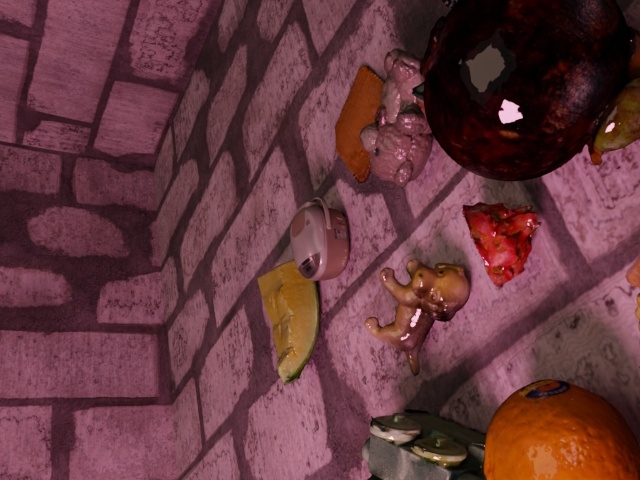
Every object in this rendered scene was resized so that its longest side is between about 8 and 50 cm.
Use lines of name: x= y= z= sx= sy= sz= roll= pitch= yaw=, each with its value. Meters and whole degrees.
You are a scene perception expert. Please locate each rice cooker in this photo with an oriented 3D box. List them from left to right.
rice cooker: x=0.000 y=0.000 z=1.549 sx=0.145 sy=0.127 sz=0.207 roll=-38 pitch=48 yaw=50

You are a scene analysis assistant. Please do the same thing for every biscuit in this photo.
biscuit: x=0.104 y=-0.290 z=1.542 sx=0.232 sy=0.013 sz=0.237 roll=-66 pitch=33 yaw=28

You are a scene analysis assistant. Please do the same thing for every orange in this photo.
orange: x=0.317 y=0.296 z=0.828 sx=0.219 sy=0.193 sz=0.219 roll=157 pitch=90 yaw=-80

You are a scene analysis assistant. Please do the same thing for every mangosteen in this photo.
mangosteen: x=0.322 y=-0.223 z=0.907 sx=0.306 sy=0.359 sz=0.306 roll=-158 pitch=90 yaw=-90

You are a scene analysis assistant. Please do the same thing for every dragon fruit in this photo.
dragon fruit: x=0.311 y=-0.005 z=1.028 sx=0.110 sy=0.153 sz=0.153 roll=-22 pitch=59 yaw=20

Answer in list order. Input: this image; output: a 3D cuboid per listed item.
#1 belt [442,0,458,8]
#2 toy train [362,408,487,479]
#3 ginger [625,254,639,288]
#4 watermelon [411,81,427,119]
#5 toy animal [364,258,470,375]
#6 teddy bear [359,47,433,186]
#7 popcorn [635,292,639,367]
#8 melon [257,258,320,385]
belt: x=0.328 y=-0.508 z=1.035 sx=0.295 sy=0.160 sz=0.207 roll=-37 pitch=71 yaw=53
toy train: x=0.191 y=0.384 z=1.055 sx=0.271 sy=0.188 sz=0.159 roll=2 pitch=86 yaw=59
ginger: x=0.492 y=-0.005 z=0.675 sx=0.354 sy=0.126 sz=0.190 roll=-31 pitch=67 yaw=58
watermelon: x=0.251 y=-0.201 z=1.123 sx=0.202 sy=0.207 sz=0.136 roll=105 pitch=-179 yaw=-46
toy animal: x=0.184 y=0.122 z=1.206 sx=0.169 sy=0.121 sz=0.233 roll=50 pitch=130 yaw=39
teddy bear: x=0.170 y=-0.250 z=1.277 sx=0.236 sy=0.151 sz=0.267 roll=-98 pitch=28 yaw=-67
popcorn: x=0.400 y=0.096 z=0.622 sx=0.173 sy=0.173 sz=0.142 roll=-127 pitch=25 yaw=-52
melon: x=-0.074 y=0.212 z=1.637 sx=0.196 sy=0.124 sz=0.324 roll=-37 pitch=58 yaw=53
